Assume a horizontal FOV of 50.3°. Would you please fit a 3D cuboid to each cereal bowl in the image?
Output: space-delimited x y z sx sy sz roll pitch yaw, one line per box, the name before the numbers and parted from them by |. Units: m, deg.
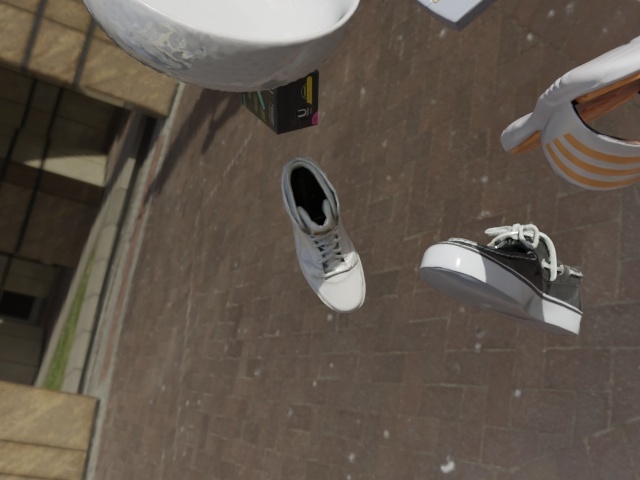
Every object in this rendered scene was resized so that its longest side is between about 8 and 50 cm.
cereal bowl | -0.130 -0.298 0.816 0.141 0.339 0.339 122 153 -48

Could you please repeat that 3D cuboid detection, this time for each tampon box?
tampon box | -0.085 -0.314 1.412 0.161 0.101 0.120 45 144 42

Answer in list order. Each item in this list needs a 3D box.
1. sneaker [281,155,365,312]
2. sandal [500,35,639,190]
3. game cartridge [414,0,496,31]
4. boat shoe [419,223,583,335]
sneaker | 0.000 0.000 1.138 0.169 0.108 0.292 -93 -19 -84
sandal | 0.194 -0.074 0.454 0.265 0.102 0.076 36 -150 -86
game cartridge | 0.216 -0.510 1.180 0.198 0.062 0.297 -40 64 21
boat shoe | 0.229 0.034 0.799 0.113 0.306 0.105 5 77 50
